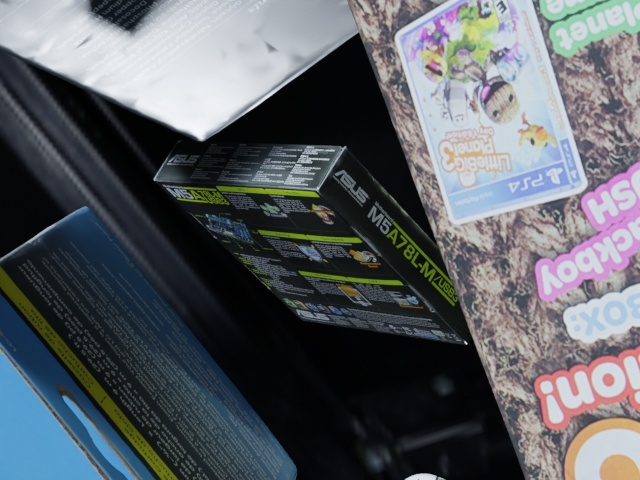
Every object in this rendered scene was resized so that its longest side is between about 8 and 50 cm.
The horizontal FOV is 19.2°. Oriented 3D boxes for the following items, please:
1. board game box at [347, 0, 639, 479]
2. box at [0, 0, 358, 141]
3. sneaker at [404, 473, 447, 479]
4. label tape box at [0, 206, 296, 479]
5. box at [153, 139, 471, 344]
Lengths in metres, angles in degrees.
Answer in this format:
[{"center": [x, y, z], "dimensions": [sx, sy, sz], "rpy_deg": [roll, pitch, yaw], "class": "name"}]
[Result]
[{"center": [0.148, -0.016, 0.581], "dimensions": [0.141, 0.291, 0.232], "rpy_deg": [-23, -7, 30], "class": "board game box"}, {"center": [-0.163, -0.286, 1.357], "dimensions": [0.212, 0.293, 0.395], "rpy_deg": [-35, -27, 19], "class": "box"}, {"center": [0.113, 0.277, 1.224], "dimensions": [0.270, 0.145, 0.090], "rpy_deg": [51, -44, -4], "class": "sneaker"}, {"center": [-0.140, 0.122, 1.155], "dimensions": [0.106, 0.333, 0.240], "rpy_deg": [-38, -87, 10], "class": "label tape box"}, {"center": [0.000, 0.000, 1.359], "dimensions": [0.184, 0.191, 0.045], "rpy_deg": [47, -115, -32], "class": "box"}]
